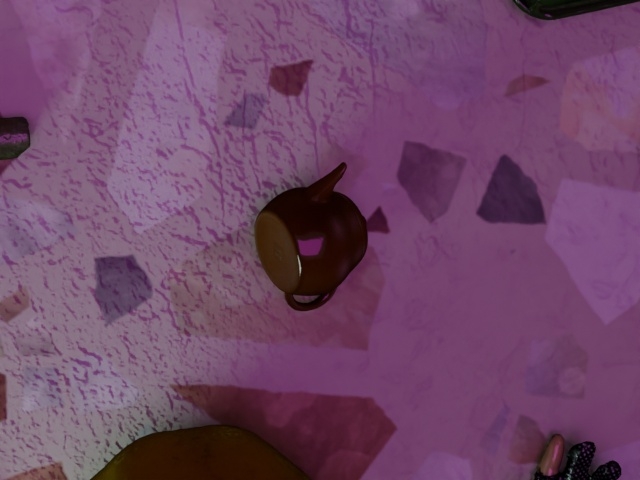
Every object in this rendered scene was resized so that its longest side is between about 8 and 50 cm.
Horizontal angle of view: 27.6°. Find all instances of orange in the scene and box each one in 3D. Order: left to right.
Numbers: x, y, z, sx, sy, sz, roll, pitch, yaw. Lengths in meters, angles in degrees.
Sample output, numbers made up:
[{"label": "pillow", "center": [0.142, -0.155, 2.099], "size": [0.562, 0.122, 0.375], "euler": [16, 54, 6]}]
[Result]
[{"label": "orange", "center": [-0.118, 0.318, 1.269], "size": [0.279, 0.235, 0.279], "euler": [0, 89, -7]}]

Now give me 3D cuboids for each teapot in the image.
[{"label": "teapot", "center": [0.000, 0.000, 1.314], "size": [0.116, 0.116, 0.173], "euler": [-2, 126, -9]}]

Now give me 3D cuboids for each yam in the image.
[{"label": "yam", "center": [-0.330, -0.099, 1.271], "size": [0.094, 0.043, 0.043], "euler": [0, 99, -10]}]

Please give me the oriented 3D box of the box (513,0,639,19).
[{"label": "box", "center": [0.295, -0.392, 1.254], "size": [0.253, 0.178, 0.328], "euler": [-15, 101, -8]}]

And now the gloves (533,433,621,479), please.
[{"label": "gloves", "center": [0.279, 0.301, 1.414], "size": [0.129, 0.106, 0.180], "euler": [-12, 72, -8]}]
